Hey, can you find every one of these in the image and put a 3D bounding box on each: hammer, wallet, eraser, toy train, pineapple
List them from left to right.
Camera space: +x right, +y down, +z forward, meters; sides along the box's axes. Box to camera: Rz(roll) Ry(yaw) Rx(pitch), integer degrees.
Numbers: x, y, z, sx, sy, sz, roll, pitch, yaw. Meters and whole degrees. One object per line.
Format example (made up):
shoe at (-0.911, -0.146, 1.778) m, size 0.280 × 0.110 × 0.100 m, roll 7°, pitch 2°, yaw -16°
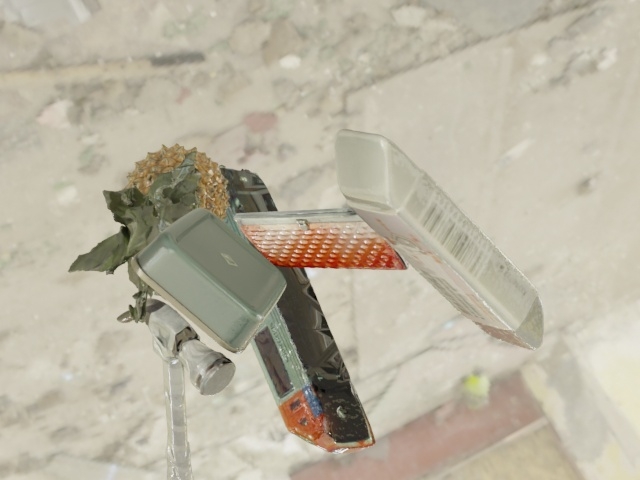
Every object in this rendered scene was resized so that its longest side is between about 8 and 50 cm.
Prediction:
pineapple at (-0.155, -0.017, 1.060) m, size 0.130 × 0.119 × 0.277 m, roll -20°, pitch -168°, yaw 3°
hammer at (-0.157, 0.230, 1.260) m, size 0.044 × 0.152 × 0.427 m, roll -31°, pitch 143°, yaw -31°
toy train at (-0.054, 0.093, 1.425) m, size 0.089 × 0.409 × 0.086 m, roll -39°, pitch 154°, yaw 32°
wallet at (0.000, 0.000, 1.315) m, size 0.196 × 0.020 × 0.103 m, roll -1°, pitch 143°, yaw 35°
eraser at (0.132, 0.008, 1.187) m, size 0.352 × 0.089 × 0.061 m, roll 42°, pitch 72°, yaw -37°

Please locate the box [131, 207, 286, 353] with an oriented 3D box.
box at (-0.068, 0.022, 0.727) m, size 0.031 × 0.091 × 0.126 m, roll -49°, pitch -179°, yaw 12°
